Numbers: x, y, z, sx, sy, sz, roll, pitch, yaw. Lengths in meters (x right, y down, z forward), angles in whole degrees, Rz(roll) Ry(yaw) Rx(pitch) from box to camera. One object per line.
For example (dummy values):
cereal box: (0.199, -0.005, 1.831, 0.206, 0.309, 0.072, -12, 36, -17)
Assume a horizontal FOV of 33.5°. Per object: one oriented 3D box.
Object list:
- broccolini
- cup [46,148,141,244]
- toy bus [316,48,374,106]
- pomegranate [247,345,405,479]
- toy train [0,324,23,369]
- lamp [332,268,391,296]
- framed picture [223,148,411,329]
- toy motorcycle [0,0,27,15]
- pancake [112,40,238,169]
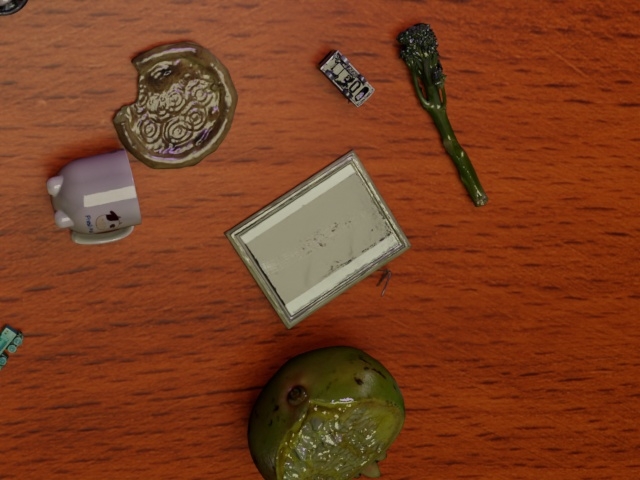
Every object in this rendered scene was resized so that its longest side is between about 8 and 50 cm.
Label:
broccolini: (0.249, -0.229, 2.002, 0.079, 0.074, 0.392, -29, 114, 1)
cup: (-0.392, -0.073, 1.839, 0.142, 0.173, 0.134, -14, 81, -11)
toy bus: (0.044, -0.294, 1.924, 0.052, 0.058, 0.102, -45, 111, 2)
pomegranate: (0.009, 0.347, 2.070, 0.310, 0.216, 0.358, -42, 146, -1)
toy train: (-0.573, 0.196, 1.915, 0.045, 0.029, 0.092, 38, 95, -18)
lamp: (0.076, 0.063, 2.075, 0.121, 0.041, 0.054, 22, 92, -20)
framed picture: (0.000, 0.000, 2.015, 0.293, 0.018, 0.231, -34, 105, -4)
toy motorcycle: (-0.453, -0.521, 1.654, 0.223, 0.108, 0.341, -5, 117, -7)
pancake: (-0.252, -0.234, 1.866, 0.212, 0.029, 0.235, 8, 108, -21)
